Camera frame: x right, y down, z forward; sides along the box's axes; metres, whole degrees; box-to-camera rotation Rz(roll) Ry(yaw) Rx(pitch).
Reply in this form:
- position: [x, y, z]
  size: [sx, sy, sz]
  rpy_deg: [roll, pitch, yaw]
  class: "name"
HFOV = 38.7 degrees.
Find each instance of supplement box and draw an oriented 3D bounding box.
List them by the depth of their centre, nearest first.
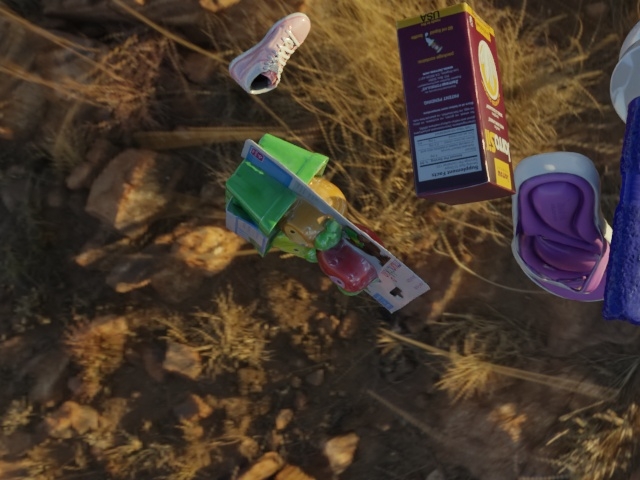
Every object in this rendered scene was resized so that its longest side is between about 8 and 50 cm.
- position: [0.143, -0.138, 0.958]
  size: [0.080, 0.104, 0.188]
  rpy_deg: [-10, 82, 26]
  class: "supplement box"

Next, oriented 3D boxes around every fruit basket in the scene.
- position: [0.000, 0.000, 1.488]
  size: [0.353, 0.327, 0.165]
  rpy_deg: [44, 78, 3]
  class: "fruit basket"

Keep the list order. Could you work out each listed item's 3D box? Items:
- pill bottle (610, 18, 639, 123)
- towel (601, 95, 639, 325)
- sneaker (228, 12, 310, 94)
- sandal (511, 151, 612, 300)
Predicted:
- position: [0.638, -0.324, 1.559]
  size: [0.210, 0.363, 0.210]
  rpy_deg: [20, 131, 25]
  class: "pill bottle"
- position: [0.484, -0.028, 1.264]
  size: [0.076, 0.227, 0.308]
  rpy_deg: [0, 81, 60]
  class: "towel"
- position: [-0.060, -0.251, 1.254]
  size: [0.134, 0.051, 0.070]
  rpy_deg: [-37, 49, 5]
  class: "sneaker"
- position: [0.370, 0.015, 1.403]
  size: [0.169, 0.416, 0.102]
  rpy_deg: [-6, 57, 25]
  class: "sandal"
